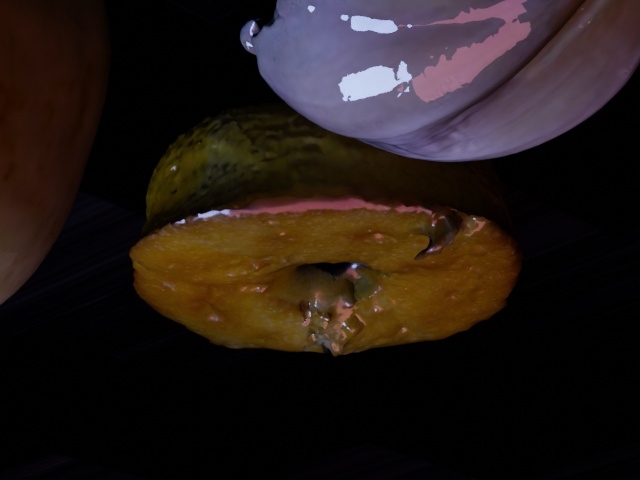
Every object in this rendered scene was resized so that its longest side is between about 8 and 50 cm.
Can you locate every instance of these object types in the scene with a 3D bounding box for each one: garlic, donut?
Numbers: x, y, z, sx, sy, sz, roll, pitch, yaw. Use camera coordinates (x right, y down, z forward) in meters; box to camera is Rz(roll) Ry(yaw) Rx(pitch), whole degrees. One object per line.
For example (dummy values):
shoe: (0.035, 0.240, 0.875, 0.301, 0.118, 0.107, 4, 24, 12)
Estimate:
garlic: (0.069, -0.105, 1.028, 0.228, 0.110, 0.217, -24, 151, 36)
donut: (0.003, -0.001, 1.226, 0.253, 0.118, 0.253, -6, 156, -2)

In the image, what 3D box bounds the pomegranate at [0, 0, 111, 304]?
pomegranate: (-0.259, -0.098, 0.766, 0.342, 0.342, 0.342, -3, 155, -1)
